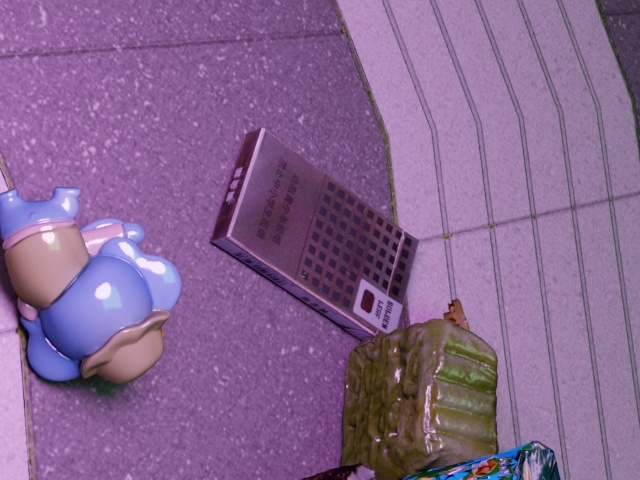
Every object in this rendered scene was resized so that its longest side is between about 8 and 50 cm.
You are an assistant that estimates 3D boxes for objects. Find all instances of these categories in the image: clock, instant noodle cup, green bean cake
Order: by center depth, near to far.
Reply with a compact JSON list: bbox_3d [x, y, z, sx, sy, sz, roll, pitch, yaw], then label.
[{"bbox_3d":[0.197,0.370,1.860,0.240,0.178,0.240,-11,90,-66],"label":"instant noodle cup"},{"bbox_3d":[0.131,0.230,2.041,0.125,0.248,0.222,18,65,-30],"label":"green bean cake"},{"bbox_3d":[0.207,0.201,2.192,0.237,0.057,0.237,-15,90,-86],"label":"clock"}]

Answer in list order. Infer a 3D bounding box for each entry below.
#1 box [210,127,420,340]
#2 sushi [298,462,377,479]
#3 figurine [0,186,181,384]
[{"bbox_3d":[0.000,0.001,2.121,0.325,0.047,0.180,35,58,-32],"label":"box"},{"bbox_3d":[0.038,0.430,1.948,0.348,0.207,0.234,56,29,-31],"label":"sushi"},{"bbox_3d":[-0.274,0.046,1.787,0.180,0.154,0.262,-25,101,-32],"label":"figurine"}]
